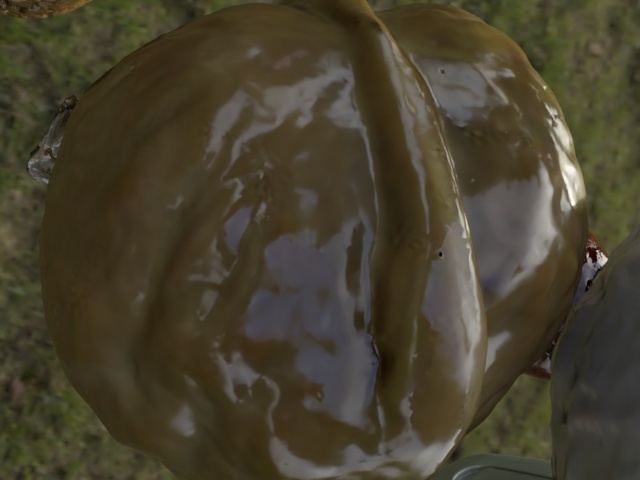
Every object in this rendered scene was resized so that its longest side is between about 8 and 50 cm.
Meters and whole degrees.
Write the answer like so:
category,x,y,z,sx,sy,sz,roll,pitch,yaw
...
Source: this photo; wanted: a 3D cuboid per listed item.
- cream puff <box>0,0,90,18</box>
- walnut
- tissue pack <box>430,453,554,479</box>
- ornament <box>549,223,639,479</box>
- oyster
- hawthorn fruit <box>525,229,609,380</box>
category,x,y,z,sx,sy,sz,roll,pitch,yaw
cream puff,-0.228,-0.269,1.224,0.169,0.183,0.183,-167,-88,-80
walnut,0.000,0.000,0.835,0.296,0.285,0.285,-4,110,-20
tissue pack,0.202,0.304,1.308,0.229,0.333,0.236,-36,125,-45
ornament,0.299,0.103,0.932,0.337,0.337,0.337,-28,126,-49
oyster,-0.206,-0.076,1.295,0.034,0.051,0.093,92,22,-58
hawthorn fruit,0.226,0.049,1.780,0.190,0.251,0.189,-14,120,-27
